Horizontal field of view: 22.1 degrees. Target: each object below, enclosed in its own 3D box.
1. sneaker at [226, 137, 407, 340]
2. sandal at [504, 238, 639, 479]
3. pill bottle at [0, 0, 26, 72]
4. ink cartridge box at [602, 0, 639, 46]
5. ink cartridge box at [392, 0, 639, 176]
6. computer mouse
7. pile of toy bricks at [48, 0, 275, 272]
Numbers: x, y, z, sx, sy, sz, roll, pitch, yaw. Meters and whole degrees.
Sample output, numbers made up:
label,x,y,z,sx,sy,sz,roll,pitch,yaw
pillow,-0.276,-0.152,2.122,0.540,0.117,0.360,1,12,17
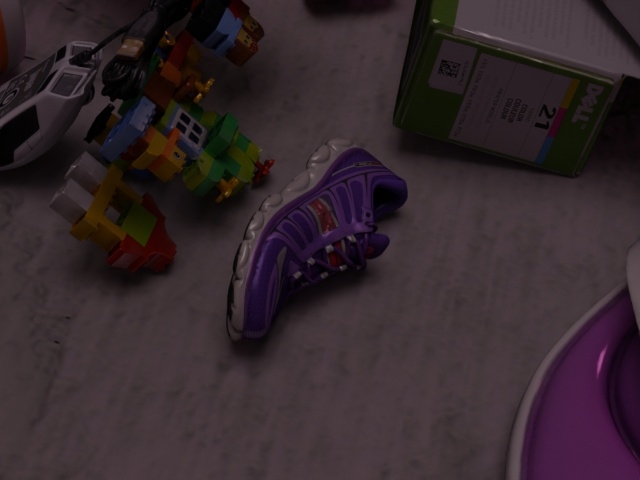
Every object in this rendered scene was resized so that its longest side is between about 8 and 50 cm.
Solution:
label,x,y,z,sx,sy,sz,roll,pitch,yaw
sneaker,0.000,0.000,0.990,0.071,0.068,0.170,27,50,15
sandal,0.234,0.043,0.925,0.169,0.102,0.416,25,50,22
pill bottle,-0.317,-0.144,1.082,0.221,0.121,0.121,-18,49,-18
ink cartridge box,0.288,-0.206,1.043,0.223,0.129,0.307,-15,57,-29
ink cartridge box,0.193,-0.134,1.105,0.255,0.097,0.189,16,46,-3
computer mouse,-0.161,-0.092,1.040,0.193,0.042,0.106,-27,31,32
pile of toy bricks,-0.077,-0.068,1.043,0.105,0.118,0.212,40,33,-16
